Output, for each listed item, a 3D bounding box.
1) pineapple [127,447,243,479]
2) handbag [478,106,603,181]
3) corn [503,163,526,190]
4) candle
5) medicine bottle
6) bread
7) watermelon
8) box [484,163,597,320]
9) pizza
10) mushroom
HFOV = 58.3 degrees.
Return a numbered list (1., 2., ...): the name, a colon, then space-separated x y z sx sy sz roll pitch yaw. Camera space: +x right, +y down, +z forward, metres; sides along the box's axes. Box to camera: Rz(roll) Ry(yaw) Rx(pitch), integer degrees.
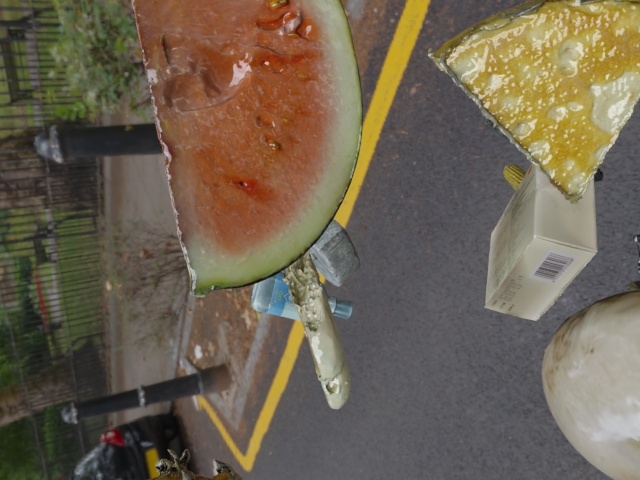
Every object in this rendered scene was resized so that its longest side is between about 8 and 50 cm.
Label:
1. pineapple: -0.128 0.317 0.579 0.115 0.236 0.186 -16 48 25
2. handbag: 0.427 -0.209 1.137 0.088 0.271 0.175 -60 0 23
3. corn: 0.366 -0.111 1.054 0.092 0.037 0.037 -107 22 -54
4. candle: 0.000 0.000 1.043 0.192 0.068 0.168 46 168 -7
5. medicine bottle: -0.036 0.123 1.197 0.054 0.209 0.090 171 113 -73
6. bread: -0.012 0.072 0.658 0.181 0.039 0.250 73 176 -46
7. watermelon: -0.067 -0.121 0.465 0.128 0.159 0.303 2 104 66
8. box: 0.342 0.000 0.910 0.212 0.095 0.168 100 -176 -55
9. pizza: 0.122 -0.072 0.303 0.026 0.123 0.108 -80 -19 -72
10. mushroom: 0.430 0.123 0.615 0.362 0.363 0.294 131 147 -57
